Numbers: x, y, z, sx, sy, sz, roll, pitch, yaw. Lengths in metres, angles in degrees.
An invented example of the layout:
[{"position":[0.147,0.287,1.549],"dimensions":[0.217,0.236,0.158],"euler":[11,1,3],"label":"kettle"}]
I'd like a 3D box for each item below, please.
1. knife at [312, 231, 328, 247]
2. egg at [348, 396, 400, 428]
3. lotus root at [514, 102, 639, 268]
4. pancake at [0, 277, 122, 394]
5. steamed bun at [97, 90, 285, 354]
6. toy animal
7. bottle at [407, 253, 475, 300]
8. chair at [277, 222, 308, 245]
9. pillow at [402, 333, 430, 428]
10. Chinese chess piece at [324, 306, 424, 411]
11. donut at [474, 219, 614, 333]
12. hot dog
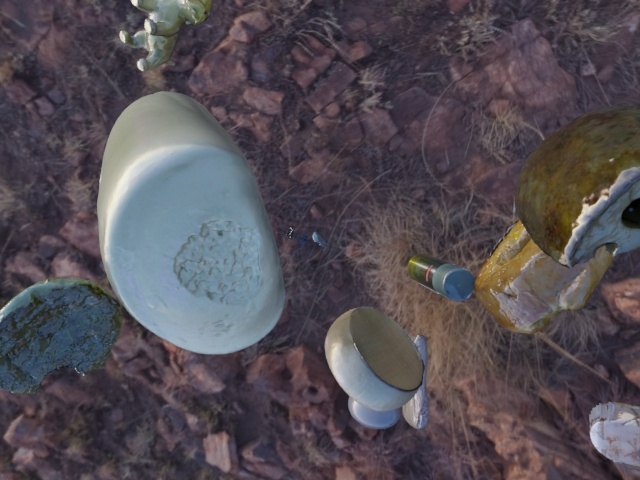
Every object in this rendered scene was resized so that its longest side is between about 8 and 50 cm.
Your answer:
[{"position":[-0.001,0.000,1.529],"dimensions":[0.015,0.210,0.028],"euler":[-25,82,5],"label":"knife"},{"position":[0.187,0.580,2.059],"dimensions":[0.198,0.146,0.147],"euler":[14,116,43],"label":"egg"},{"position":[0.373,-0.103,0.809],"dimensions":[0.209,0.314,0.142],"euler":[-9,118,12],"label":"lotus root"},{"position":[-0.481,0.172,1.074],"dimensions":[0.037,0.253,0.254],"euler":[39,123,41],"label":"pancake"},{"position":[-0.266,-0.027,1.127],"dimensions":[0.289,0.371,0.456],"euler":[-20,125,-11],"label":"steamed bun"},{"position":[-0.352,-0.494,1.355],"dimensions":[0.233,0.168,0.121],"euler":[-44,75,35],"label":"toy animal"},{"position":[0.296,0.088,1.476],"dimensions":[0.082,0.286,0.082],"euler":[-1,95,-8],"label":"bottle"},{"position":[-0.081,-0.019,1.696],"dimensions":[0.086,0.042,0.037],"euler":[22,104,-23],"label":"chair"},{"position":[0.264,0.392,1.666],"dimensions":[0.067,0.173,0.271],"euler":[-1,87,-6],"label":"pillow"},{"position":[0.127,0.271,1.372],"dimensions":[0.250,0.250,0.103],"euler":[45,119,-2],"label":"Chinese chess piece"},{"position":[0.468,0.048,1.245],"dimensions":[0.150,0.317,0.299],"euler":[41,114,-3],"label":"donut"},{"position":[0.614,0.365,1.061],"dimensions":[0.252,0.069,0.131],"euler":[1,109,43],"label":"hot dog"}]
